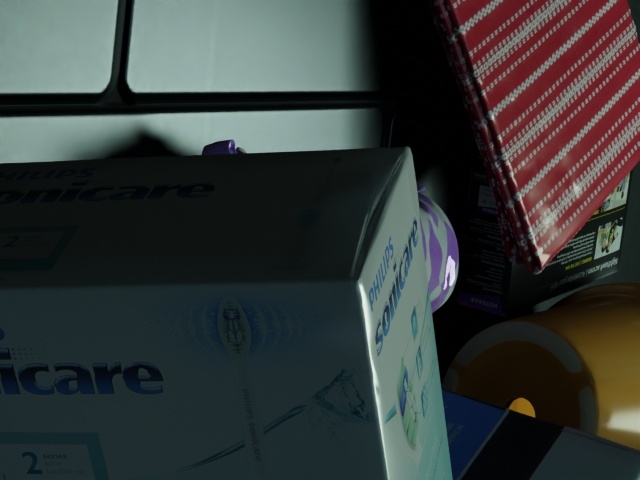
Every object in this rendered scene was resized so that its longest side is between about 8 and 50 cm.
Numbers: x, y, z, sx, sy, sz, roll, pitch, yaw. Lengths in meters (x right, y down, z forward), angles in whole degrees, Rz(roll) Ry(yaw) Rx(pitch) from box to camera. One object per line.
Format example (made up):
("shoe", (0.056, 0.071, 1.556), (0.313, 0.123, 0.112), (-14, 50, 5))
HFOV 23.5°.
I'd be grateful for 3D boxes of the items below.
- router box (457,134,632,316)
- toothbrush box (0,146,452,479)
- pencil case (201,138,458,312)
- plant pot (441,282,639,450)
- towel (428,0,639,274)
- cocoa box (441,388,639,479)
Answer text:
("router box", (0.171, -0.028, 1.135), (0.179, 0.046, 0.133), (-15, 114, -51))
("toothbrush box", (-0.055, 0.116, 0.692), (0.126, 0.216, 0.296), (-66, 152, -60))
("pencil case", (0.000, 0.000, 0.880), (0.206, 0.086, 0.088), (13, 64, -57))
("plant pot", (0.187, 0.125, 1.086), (0.188, 0.205, 0.205), (11, 93, -50))
("towel", (0.143, -0.143, 1.018), (0.199, 0.031, 0.275), (-43, 122, -38))
("cocoa box", (0.082, 0.285, 0.966), (0.231, 0.228, 0.347), (-51, 140, -30))
